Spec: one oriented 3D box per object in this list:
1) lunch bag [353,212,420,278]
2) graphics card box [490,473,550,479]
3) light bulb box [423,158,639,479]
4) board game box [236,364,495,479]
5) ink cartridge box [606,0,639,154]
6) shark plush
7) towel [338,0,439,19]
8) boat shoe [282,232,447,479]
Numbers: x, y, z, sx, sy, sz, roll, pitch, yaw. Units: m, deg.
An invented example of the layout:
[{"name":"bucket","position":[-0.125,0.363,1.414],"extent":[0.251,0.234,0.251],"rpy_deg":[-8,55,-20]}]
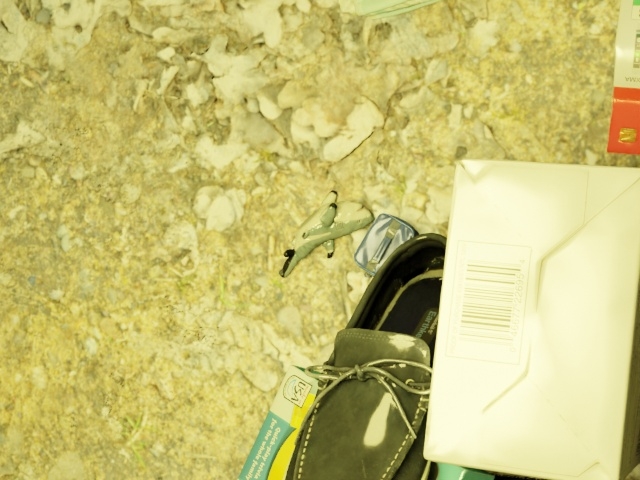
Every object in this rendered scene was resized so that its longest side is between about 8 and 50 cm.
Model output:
[{"name":"lunch bag","position":[0.092,0.012,1.701],"extent":[0.067,0.065,0.098],"rpy_deg":[31,93,18]},{"name":"graphics card box","position":[0.308,0.436,1.572],"extent":[0.370,0.094,0.233],"rpy_deg":[2,84,18]},{"name":"light bulb box","position":[0.294,0.103,1.474],"extent":[0.225,0.361,0.358],"rpy_deg":[6,85,19]},{"name":"board game box","position":[0.038,0.352,1.606],"extent":[0.336,0.079,0.254],"rpy_deg":[25,92,42]},{"name":"ink cartridge box","position":[0.490,-0.227,1.615],"extent":[0.180,0.056,0.225],"rpy_deg":[7,84,18]},{"name":"shark plush","position":[0.000,0.000,1.739],"extent":[0.067,0.073,0.161],"rpy_deg":[43,93,-14]},{"name":"towel","position":[0.177,-0.510,1.693],"extent":[0.374,0.090,0.321],"rpy_deg":[-13,81,26]},{"name":"boat shoe","position":[0.074,0.186,1.504],"extent":[0.186,0.156,0.500],"rpy_deg":[8,48,28]}]
